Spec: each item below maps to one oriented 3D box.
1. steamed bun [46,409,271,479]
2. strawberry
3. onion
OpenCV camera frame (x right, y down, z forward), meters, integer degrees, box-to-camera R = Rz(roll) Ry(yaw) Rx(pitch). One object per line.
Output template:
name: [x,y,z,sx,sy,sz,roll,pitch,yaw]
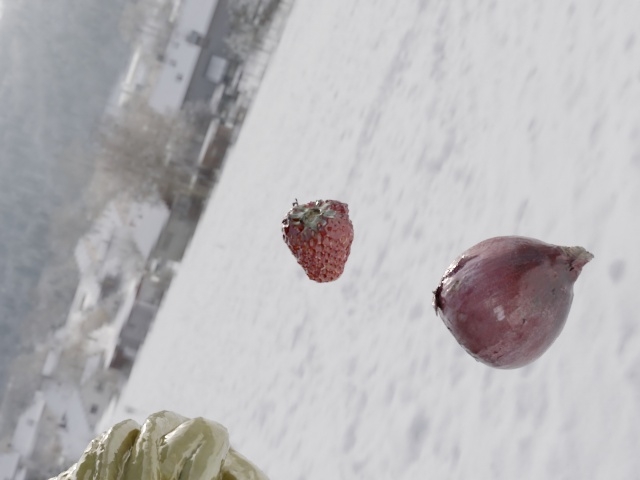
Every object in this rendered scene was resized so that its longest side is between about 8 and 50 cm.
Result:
steamed bun: [-0.160,0.348,1.097,0.372,0.324,0.230,-35,5,-43]
strawberry: [0.000,0.000,1.048,0.073,0.073,0.083,-93,-11,-57]
onion: [0.235,0.060,1.297,0.195,0.159,0.159,-38,28,23]
